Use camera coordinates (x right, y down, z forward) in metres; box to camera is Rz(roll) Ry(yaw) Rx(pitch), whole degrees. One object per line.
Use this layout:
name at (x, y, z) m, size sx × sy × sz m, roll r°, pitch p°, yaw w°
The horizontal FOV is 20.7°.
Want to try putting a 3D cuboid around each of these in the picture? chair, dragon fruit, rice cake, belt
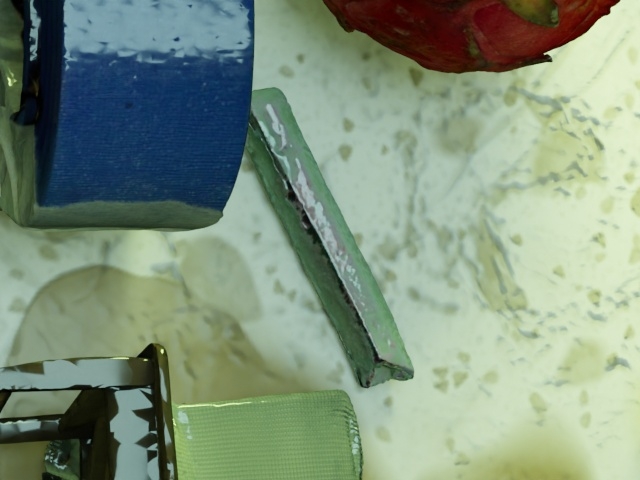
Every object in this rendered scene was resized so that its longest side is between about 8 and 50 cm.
chair at (-0.094, 0.149, 0.958) m, size 0.319 × 0.186 × 0.160 m, roll 0°, pitch 73°, yaw -19°
dragon fruit at (0.088, -0.222, 1.091) m, size 0.241 × 0.241 × 0.252 m, roll -44°, pitch 109°, yaw -24°
rice cake at (0.001, 0.000, 1.108) m, size 0.033 × 0.033 × 0.208 m, roll -26°, pitch 90°, yaw -34°
belt at (-0.125, -0.175, 1.001) m, size 0.117 × 0.212 × 0.347 m, roll 0°, pitch 74°, yaw -23°

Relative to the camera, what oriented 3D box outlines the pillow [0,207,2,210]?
pillow at (-0.287, -0.045, 0.999) m, size 0.185 × 0.043 × 0.118 m, roll 45°, pitch 73°, yaw -3°
